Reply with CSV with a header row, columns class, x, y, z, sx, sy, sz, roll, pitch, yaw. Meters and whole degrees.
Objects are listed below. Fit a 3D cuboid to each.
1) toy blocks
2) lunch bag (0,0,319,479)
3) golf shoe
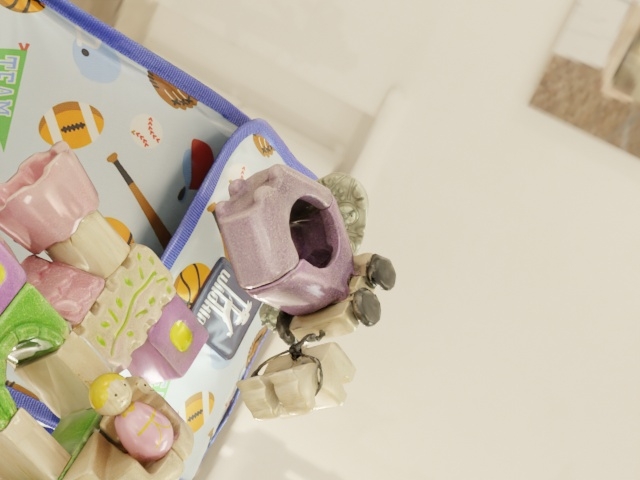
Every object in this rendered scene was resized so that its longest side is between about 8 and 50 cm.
class,x,y,z,sx,sy,sz,roll,pitch,yaw
toy blocks,-0.182,0.042,0.605,0.309,0.260,0.288,-18,-151,34
lunch bag,-0.204,0.005,0.976,0.239,0.385,0.327,-3,-123,60
golf shoe,0.000,0.000,0.900,0.086,0.069,0.176,-56,174,-46
